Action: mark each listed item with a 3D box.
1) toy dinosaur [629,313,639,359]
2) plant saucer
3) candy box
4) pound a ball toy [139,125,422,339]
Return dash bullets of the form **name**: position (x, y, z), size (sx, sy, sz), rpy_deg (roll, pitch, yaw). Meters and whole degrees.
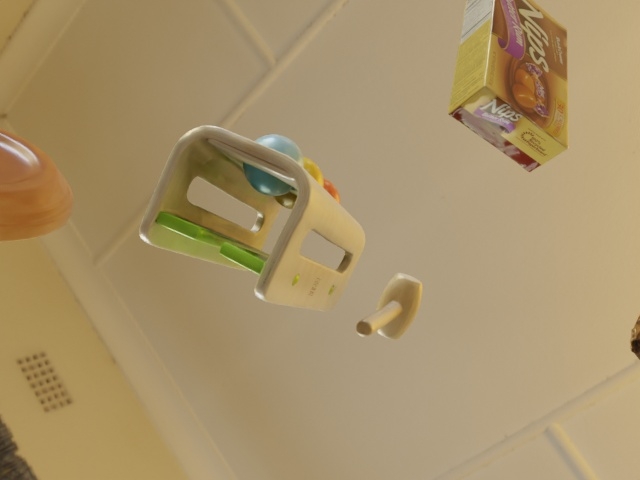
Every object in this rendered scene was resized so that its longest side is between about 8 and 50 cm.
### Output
- **toy dinosaur**: position (0.346, 0.019, 0.594), size (0.112, 0.064, 0.212), rpy_deg (16, -120, 31)
- **plant saucer**: position (-0.313, -0.064, 0.555), size (0.199, 0.200, 0.037), rpy_deg (32, -70, 19)
- **candy box**: position (0.193, -0.172, 0.643), size (0.109, 0.187, 0.053), rpy_deg (30, -36, -19)
- **pound a ball toy**: position (0.000, 0.000, 0.645), size (0.208, 0.319, 0.136), rpy_deg (24, -91, 16)
